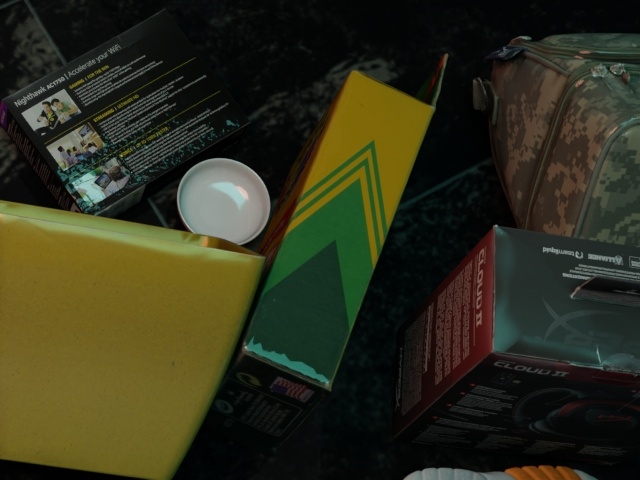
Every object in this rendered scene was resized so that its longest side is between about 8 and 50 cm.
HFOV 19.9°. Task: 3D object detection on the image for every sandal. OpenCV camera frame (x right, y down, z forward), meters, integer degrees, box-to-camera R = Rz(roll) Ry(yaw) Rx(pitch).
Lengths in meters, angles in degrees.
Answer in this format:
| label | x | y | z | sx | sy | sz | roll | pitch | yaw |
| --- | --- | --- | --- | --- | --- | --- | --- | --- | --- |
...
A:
| label | x | y | z | sx | sy | sz | roll | pitch | yaw |
| --- | --- | --- | --- | --- | --- | --- | --- | --- | --- |
| sandal | 0.160 | 0.244 | 1.528 | 0.265 | 0.076 | 0.102 | 11 | 34 | -32 |

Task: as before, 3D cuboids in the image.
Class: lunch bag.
| label | x | y | z | sx | sy | sz | roll | pitch | yaw |
| --- | --- | --- | --- | --- | --- | --- | --- | --- | --- |
| lunch bag | 0.311 | -0.081 | 1.633 | 0.305 | 0.213 | 0.256 | 0 | 30 | -16 |

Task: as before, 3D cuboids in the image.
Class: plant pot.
| label | x | y | z | sx | sy | sz | roll | pitch | yaw |
| --- | --- | --- | --- | --- | --- | --- | --- | --- | --- |
| plant pot | -0.180 | 0.078 | 1.434 | 0.212 | 0.212 | 0.187 | 10 | 92 | -13 |

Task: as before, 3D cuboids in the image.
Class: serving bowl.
| label | x | y | z | sx | sy | sz | roll | pitch | yaw |
| --- | --- | --- | --- | --- | --- | --- | --- | --- | --- |
| serving bowl | -0.087 | -0.029 | 1.602 | 0.083 | 0.027 | 0.083 | 5 | 68 | -13 |

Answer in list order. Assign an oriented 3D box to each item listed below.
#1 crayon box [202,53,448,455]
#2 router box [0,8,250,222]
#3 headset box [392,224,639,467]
| label | x | y | z | sx | sy | sz | roll | pitch | yaw |
| --- | --- | --- | --- | --- | --- | --- | --- | --- | --- |
| crayon box | 0.000 | 0.000 | 1.520 | 0.081 | 0.202 | 0.319 | 24 | 64 | -5 |
| router box | -0.171 | -0.105 | 1.598 | 0.179 | 0.046 | 0.133 | -32 | 80 | -24 |
| headset box | 0.204 | 0.090 | 1.489 | 0.218 | 0.293 | 0.110 | 8 | 68 | -12 |
